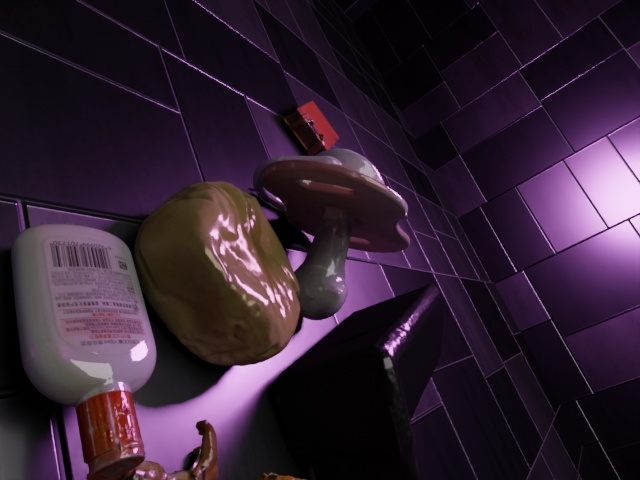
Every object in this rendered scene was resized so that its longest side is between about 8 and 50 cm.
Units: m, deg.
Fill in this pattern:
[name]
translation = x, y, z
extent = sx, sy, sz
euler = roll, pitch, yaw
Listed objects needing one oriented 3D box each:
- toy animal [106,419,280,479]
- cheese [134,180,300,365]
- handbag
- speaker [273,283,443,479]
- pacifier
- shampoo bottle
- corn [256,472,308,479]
[toy animal]
translation = -0.095, 0.248, 0.423
extent = 0.241, 0.056, 0.099
euler = 50, 32, -21
[cheese]
translation = -0.112, 0.036, 0.570
extent = 0.226, 0.117, 0.214
euler = 57, 20, -15
[handbag]
translation = -0.019, -0.284, 1.172
extent = 0.127, 0.062, 0.190
euler = 53, 21, -12
[speaker]
translation = 0.092, 0.211, 0.677
extent = 0.388, 0.180, 0.184
euler = -21, 87, -64
[pacifier]
translation = 0.024, -0.024, 0.756
extent = 0.332, 0.220, 0.273
euler = 59, 9, -67
[shampoo bottle]
translation = -0.193, 0.083, 0.389
extent = 0.108, 0.051, 0.221
euler = 15, 40, -50
[corn]
translation = 0.099, 0.296, 0.339
extent = 0.387, 0.144, 0.144
euler = 23, 29, 0
